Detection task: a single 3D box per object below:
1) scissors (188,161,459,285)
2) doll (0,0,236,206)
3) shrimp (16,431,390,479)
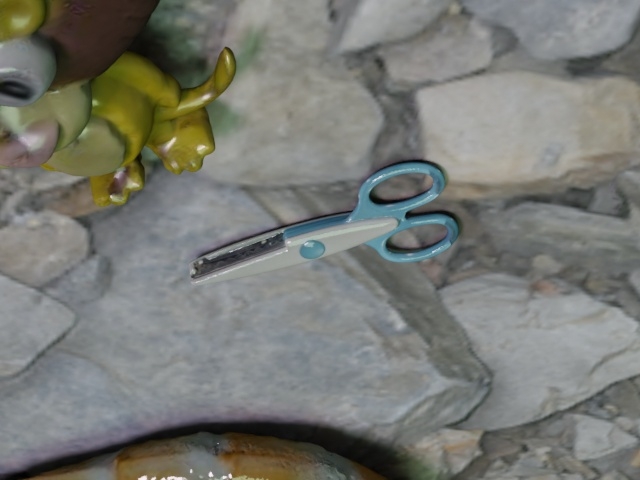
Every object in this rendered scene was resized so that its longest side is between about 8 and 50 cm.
[{"bbox_3d":[0.000,0.000,0.624,0.119,0.014,0.058,-16,134,6],"label":"scissors"},{"bbox_3d":[-0.099,-0.071,0.492,0.188,0.096,0.145,20,139,-36],"label":"doll"},{"bbox_3d":[-0.042,0.170,0.757,0.287,0.068,0.185,20,129,-21],"label":"shrimp"}]
